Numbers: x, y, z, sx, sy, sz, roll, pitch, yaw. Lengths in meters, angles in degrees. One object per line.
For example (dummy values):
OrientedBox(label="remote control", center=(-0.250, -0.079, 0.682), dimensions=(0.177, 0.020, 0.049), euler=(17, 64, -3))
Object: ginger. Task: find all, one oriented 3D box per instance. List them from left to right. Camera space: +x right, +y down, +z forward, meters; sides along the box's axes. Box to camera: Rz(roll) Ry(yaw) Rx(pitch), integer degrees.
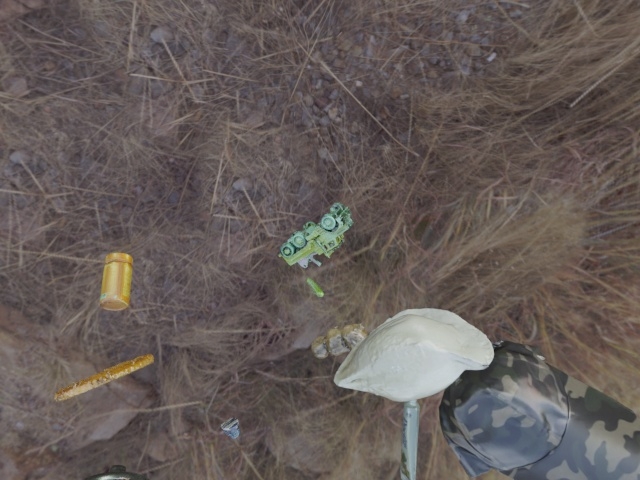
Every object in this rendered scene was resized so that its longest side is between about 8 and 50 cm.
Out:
OrientedBox(label="ginger", center=(0.055, 0.320, 1.311), dimensions=(0.204, 0.080, 0.104), euler=(-18, 103, 29))

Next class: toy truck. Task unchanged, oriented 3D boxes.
OrientedBox(label="toy truck", center=(0.000, -0.004, 1.340), dimensions=(0.260, 0.128, 0.135), euler=(-37, 97, 30))

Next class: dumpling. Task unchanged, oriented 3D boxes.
OrientedBox(label="dumpling", center=(0.130, 0.166, 0.647), dimensions=(0.216, 0.166, 0.126), euler=(-40, 103, 20))

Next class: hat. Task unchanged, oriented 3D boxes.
OrientedBox(label="hat", center=(0.501, 0.417, 0.941), dimensions=(0.257, 0.382, 0.365), euler=(35, 76, -32))

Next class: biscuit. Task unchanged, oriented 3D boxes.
OrientedBox(label="biscuit", center=(-0.576, 0.364, 1.132), dimensions=(0.254, 0.254, 0.035), euler=(-23, 85, 8))

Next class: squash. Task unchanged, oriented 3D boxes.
OrientedBox(label="squash", center=(-0.019, 0.160, 1.440), dimensions=(0.027, 0.089, 0.027), euler=(-29, 150, -19))

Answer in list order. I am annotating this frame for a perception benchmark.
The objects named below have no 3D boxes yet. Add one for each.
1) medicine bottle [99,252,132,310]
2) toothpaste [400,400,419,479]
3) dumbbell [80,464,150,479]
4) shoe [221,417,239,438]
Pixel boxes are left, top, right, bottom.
OrientedBox(label="medicine bottle", center=(-0.734, 0.148, 1.512), dimensions=(0.097, 0.191, 0.096), euler=(-8, 150, -5))
OrientedBox(label="toothpaste", center=(0.221, 0.488, 1.031), dimensions=(0.037, 0.067, 0.255), euler=(0, 95, -18))
OrientedBox(label="dumbbell", center=(-0.364, 0.519, 0.692), dimensions=(0.192, 0.289, 0.191), euler=(-6, 126, -9))
OrientedBox(label="shoe", center=(-0.341, 0.724, 1.613), dimensions=(0.064, 0.143, 0.071), euler=(-31, 81, -29))
